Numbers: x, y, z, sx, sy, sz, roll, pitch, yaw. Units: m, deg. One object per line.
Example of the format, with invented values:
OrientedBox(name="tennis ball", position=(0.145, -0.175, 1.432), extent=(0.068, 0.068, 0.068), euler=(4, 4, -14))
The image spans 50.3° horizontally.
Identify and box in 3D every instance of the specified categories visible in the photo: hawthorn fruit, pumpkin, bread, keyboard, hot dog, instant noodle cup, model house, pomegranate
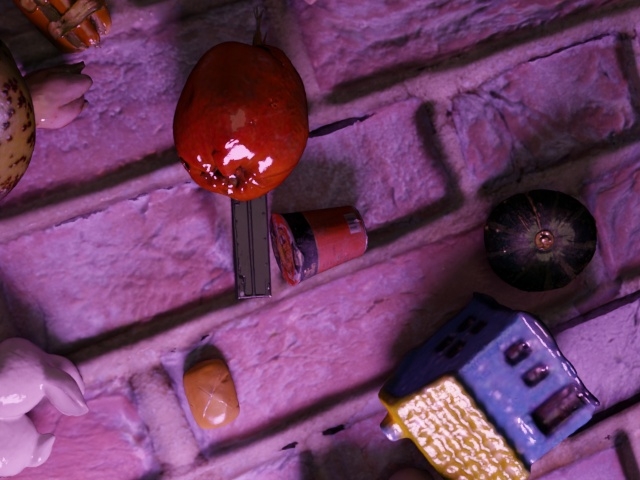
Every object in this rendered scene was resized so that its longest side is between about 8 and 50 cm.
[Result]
OrientedBox(name="hawthorn fruit", position=(-0.113, -0.215, 1.047), extent=(0.211, 0.211, 0.299), euler=(9, 80, -13))
OrientedBox(name="pumpkin", position=(0.383, 0.000, 1.190), extent=(0.190, 0.146, 0.191), euler=(4, 98, 25))
OrientedBox(name="bread", position=(-0.179, 0.256, 1.120), extent=(0.082, 0.056, 0.115), euler=(-14, 96, -13))
OrientedBox(name="keyboard", position=(-0.118, -0.001, 1.146), extent=(0.063, 0.010, 0.198), euler=(-3, 93, -14))
OrientedBox(name="hot dog", position=(-0.424, -0.398, 1.028), extent=(0.109, 0.072, 0.270), euler=(-41, 102, -10))
OrientedBox(name="instant noodle cup", position=(-0.001, -0.002, 1.124), extent=(0.135, 0.127, 0.127), euler=(-16, 96, -20))
OrientedBox(name="model house", position=(0.258, 0.269, 1.151), extent=(0.303, 0.215, 0.237), euler=(-39, 100, -3))
OrientedBox(name="pomegranate", position=(-0.482, -0.183, 0.952), extent=(0.340, 0.284, 0.285), euler=(-20, 98, -42))

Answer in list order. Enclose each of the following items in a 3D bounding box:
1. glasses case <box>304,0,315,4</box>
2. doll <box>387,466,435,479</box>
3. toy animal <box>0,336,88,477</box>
OrientedBox(name="glasses case", position=(0.091, -0.527, 1.102), extent=(0.336, 0.144, 0.076), euler=(-43, 100, -9))
OrientedBox(name="doll", position=(0.092, 0.516, 1.117), extent=(0.370, 0.215, 0.226), euler=(-12, 111, -14))
OrientedBox(name="toy animal", position=(-0.457, 0.253, 1.021), extent=(0.178, 0.127, 0.193), euler=(33, 84, -14))
